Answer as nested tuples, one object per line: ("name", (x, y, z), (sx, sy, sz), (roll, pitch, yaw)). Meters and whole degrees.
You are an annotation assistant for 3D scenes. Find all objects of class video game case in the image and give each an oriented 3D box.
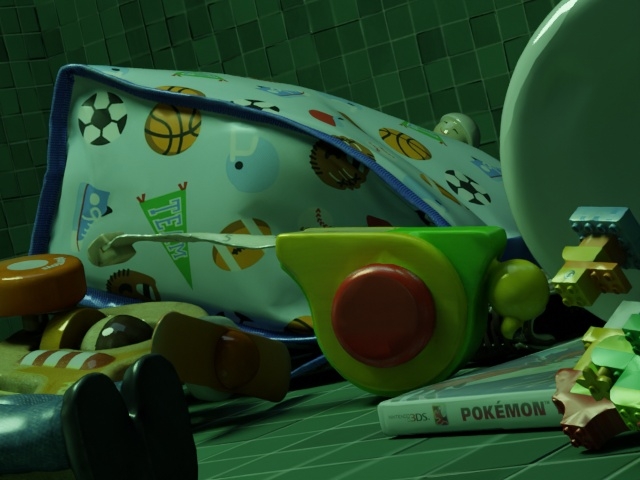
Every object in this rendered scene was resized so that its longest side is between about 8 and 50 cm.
("video game case", (0.163, 0.072, 0.986), (0.201, 0.023, 0.183), (-14, 1, -37))

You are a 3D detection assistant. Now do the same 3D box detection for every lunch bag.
("lunch bag", (-0.006, -0.011, 1.538), (0.385, 0.239, 0.328), (11, 8, 19))

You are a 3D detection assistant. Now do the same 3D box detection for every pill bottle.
("pill bottle", (0.226, -0.059, 1.026), (0.204, 0.204, 0.361), (-13, 1, 14))

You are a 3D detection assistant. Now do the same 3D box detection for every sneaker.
("sneaker", (0.139, 0.051, 1.240), (0.188, 0.066, 0.071), (-13, 2, 26))

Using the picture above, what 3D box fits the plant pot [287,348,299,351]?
("plant pot", (0.000, 0.000, 1.870), (0.263, 0.263, 0.229), (-13, -18, 25))

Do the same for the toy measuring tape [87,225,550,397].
("toy measuring tape", (-0.005, 0.048, 1.211), (0.330, 0.121, 0.121), (0, 5, 20))

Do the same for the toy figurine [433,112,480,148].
("toy figurine", (0.135, -0.040, 2.158), (0.148, 0.209, 0.213), (-32, 5, -24))

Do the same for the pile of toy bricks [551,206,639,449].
("pile of toy bricks", (0.161, 0.046, 0.738), (0.212, 0.118, 0.105), (3, 45, 52))

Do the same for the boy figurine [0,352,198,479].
("boy figurine", (-0.217, 0.126, 0.981), (0.285, 0.092, 0.177), (-13, 1, 27))

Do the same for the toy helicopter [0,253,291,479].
("toy helicopter", (-0.149, 0.107, 1.241), (0.235, 0.140, 0.355), (-4, 13, 5))
